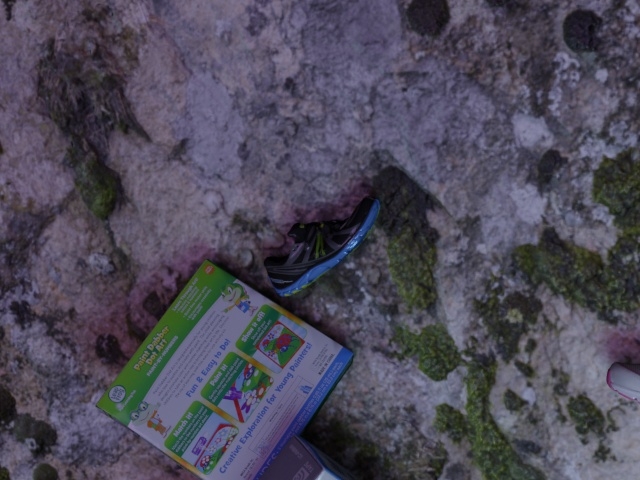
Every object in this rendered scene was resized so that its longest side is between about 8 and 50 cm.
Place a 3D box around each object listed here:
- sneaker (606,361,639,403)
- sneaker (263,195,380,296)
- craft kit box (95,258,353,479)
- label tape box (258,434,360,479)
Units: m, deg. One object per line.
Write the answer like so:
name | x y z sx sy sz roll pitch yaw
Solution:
sneaker | 0.469 0.146 1.187 0.252 0.103 0.111 -2 90 9
sneaker | 0.000 0.000 1.328 0.188 0.067 0.078 -37 89 18
craft kit box | -0.124 0.190 1.328 0.246 0.061 0.250 33 72 10
label tape box | -0.035 0.455 1.237 0.249 0.115 0.348 40 84 -27
